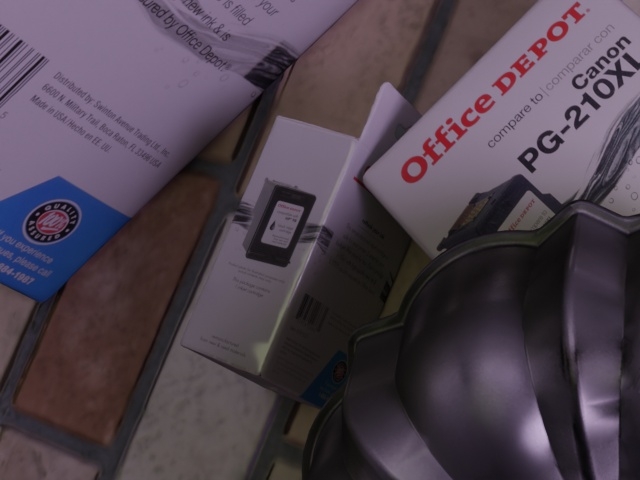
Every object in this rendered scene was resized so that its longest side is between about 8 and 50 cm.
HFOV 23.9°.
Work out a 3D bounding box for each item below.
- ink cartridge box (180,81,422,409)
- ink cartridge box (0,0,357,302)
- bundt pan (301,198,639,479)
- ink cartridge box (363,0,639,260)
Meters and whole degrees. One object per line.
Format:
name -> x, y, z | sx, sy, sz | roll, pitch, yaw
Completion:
ink cartridge box -> 0.000, 0.000, 0.881 | 0.060, 0.104, 0.180 | 18, 80, 31
ink cartridge box -> -0.142, -0.183, 0.910 | 0.395, 0.285, 0.166 | -43, 59, 6
bundt pan -> 0.133, 0.155, 0.663 | 0.330, 0.124, 0.331 | 3, 104, 14
ink cartridge box -> 0.163, -0.004, 0.805 | 0.172, 0.100, 0.237 | -45, 60, 6
